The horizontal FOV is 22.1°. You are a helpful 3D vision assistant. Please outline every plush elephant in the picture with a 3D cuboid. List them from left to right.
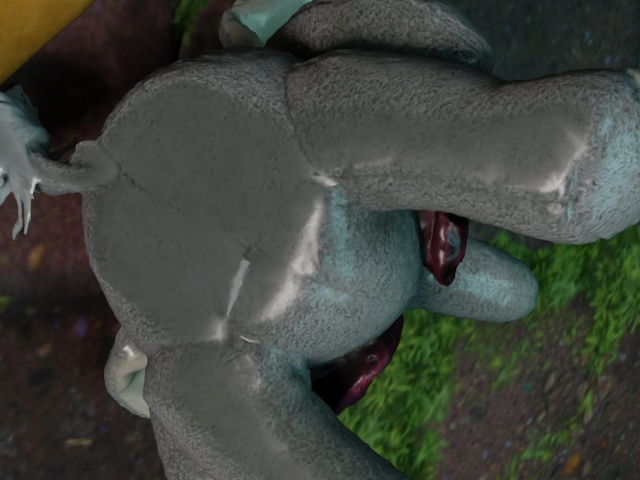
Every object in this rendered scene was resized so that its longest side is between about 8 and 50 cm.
[{"bbox_3d":[0.000,0.000,0.817,0.255,0.330,0.272,-6,118,-67],"label":"plush elephant"}]

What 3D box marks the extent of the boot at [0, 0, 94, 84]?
[{"bbox_3d":[-0.079,-0.158,0.612,0.104,0.211,0.295,51,35,-18],"label":"boot"}]
